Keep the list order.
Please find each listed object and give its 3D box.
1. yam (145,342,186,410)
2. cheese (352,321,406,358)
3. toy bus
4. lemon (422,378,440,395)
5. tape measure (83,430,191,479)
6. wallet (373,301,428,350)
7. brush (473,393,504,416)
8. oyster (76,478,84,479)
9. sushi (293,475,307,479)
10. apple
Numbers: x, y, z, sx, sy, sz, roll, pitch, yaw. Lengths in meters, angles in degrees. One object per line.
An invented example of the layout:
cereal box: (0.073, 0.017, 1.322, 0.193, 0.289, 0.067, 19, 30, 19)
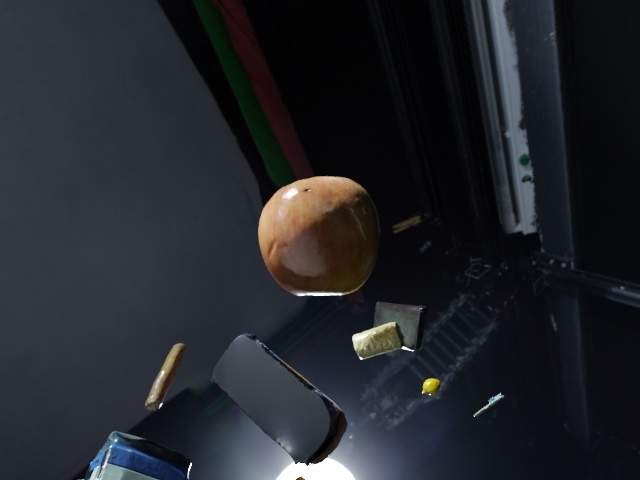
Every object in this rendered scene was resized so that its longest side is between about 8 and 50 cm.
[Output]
yam: (-0.471, 0.415, 1.291, 0.241, 0.057, 0.057, -82, 151, -60)
cheese: (0.206, 0.356, 1.490, 0.123, 0.167, 0.094, 34, 38, -67)
toy bus: (-0.095, 0.415, 1.102, 0.386, 0.171, 0.162, 28, -13, 35)
lemon: (0.482, 0.638, 1.827, 0.065, 0.092, 0.065, 52, 3, -4)
tape measure: (-0.529, 0.688, 1.161, 0.259, 0.262, 0.138, 36, 23, -22)
wallet: (0.301, 0.332, 1.655, 0.045, 0.172, 0.318, 16, -10, -22)
brush: (0.371, 0.365, 0.928, 0.083, 0.016, 0.013, -54, -132, 27)
oyster: (-0.727, 0.788, 1.258, 0.267, 0.198, 0.112, 46, 21, -50)
sushi: (-0.065, 0.787, 1.339, 0.052, 0.055, 0.120, 34, -32, 24)
apple: (0.000, 0.000, 1.288, 0.391, 0.391, 0.346, 158, -79, -66)
